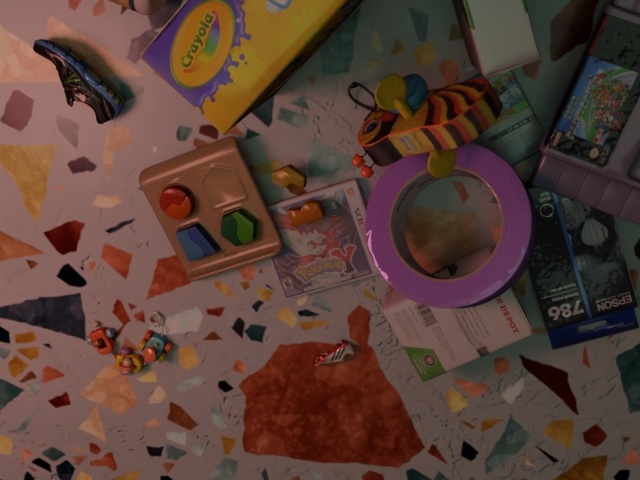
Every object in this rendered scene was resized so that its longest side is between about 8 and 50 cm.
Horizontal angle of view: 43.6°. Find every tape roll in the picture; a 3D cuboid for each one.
[{"bbox_3d":[0.217,-0.025,1.331,0.274,0.090,0.275,-2,84,21],"label":"tape roll"}]

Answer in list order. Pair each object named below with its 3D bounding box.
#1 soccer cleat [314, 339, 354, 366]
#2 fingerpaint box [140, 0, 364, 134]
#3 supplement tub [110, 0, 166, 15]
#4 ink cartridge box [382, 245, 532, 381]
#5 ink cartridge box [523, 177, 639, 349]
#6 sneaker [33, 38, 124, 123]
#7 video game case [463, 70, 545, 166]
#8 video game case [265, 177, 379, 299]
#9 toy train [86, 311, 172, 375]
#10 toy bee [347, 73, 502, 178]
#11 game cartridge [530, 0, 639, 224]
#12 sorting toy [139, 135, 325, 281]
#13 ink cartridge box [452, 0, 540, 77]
[{"bbox_3d":[0.026,0.223,1.528,0.083,0.029,0.036,-35,96,12],"label":"soccer cleat"},{"bbox_3d":[-0.010,-0.389,1.152,0.163,0.371,0.445,43,108,-7],"label":"fingerpaint box"},{"bbox_3d":[-0.341,-0.465,1.290,0.199,0.144,0.144,22,110,0],"label":"supplement tub"},{"bbox_3d":[0.245,0.131,1.433,0.219,0.092,0.160,-26,103,15],"label":"ink cartridge box"},{"bbox_3d":[0.444,0.040,1.394,0.165,0.065,0.333,-19,105,12],"label":"ink cartridge box"},{"bbox_3d":[-0.434,-0.280,1.405,0.078,0.067,0.188,-44,101,12],"label":"sneaker"},{"bbox_3d":[0.299,-0.205,1.357,0.119,0.015,0.166,-28,103,16],"label":"video game case"},{"bbox_3d":[0.000,0.000,1.461,0.201,0.023,0.183,-16,105,13],"label":"video game case"},{"bbox_3d":[-0.377,0.206,1.568,0.166,0.046,0.125,-17,105,13],"label":"toy train"},{"bbox_3d":[0.131,-0.161,1.239,0.195,0.298,0.162,37,70,-15],"label":"toy bee"},{"bbox_3d":[0.494,-0.209,1.230,0.230,0.068,0.355,19,114,0],"label":"game cartridge"},{"bbox_3d":[-0.160,-0.063,1.432,0.307,0.041,0.229,-17,105,21],"label":"sorting toy"},{"bbox_3d":[0.258,-0.342,1.217,0.086,0.208,0.153,-18,106,10],"label":"ink cartridge box"}]
